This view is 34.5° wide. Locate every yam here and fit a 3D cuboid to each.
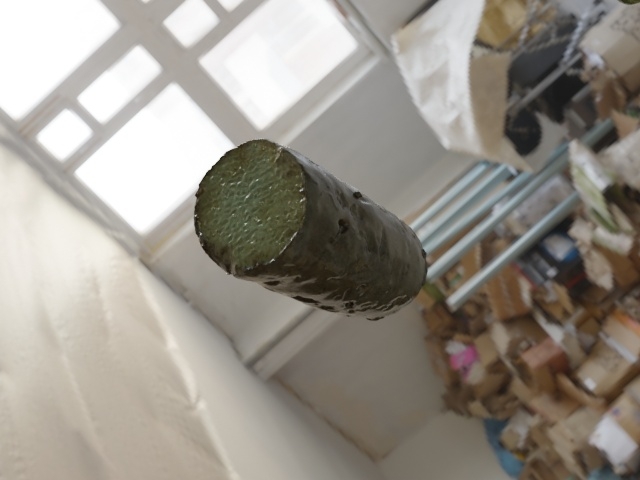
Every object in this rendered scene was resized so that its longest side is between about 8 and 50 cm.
[{"bbox_3d":[0.000,0.000,0.818,0.194,0.107,0.107,26,-160,-52],"label":"yam"}]

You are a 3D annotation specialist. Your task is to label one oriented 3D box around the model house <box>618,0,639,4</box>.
[{"bbox_3d":[0.247,-0.330,0.799,0.300,0.340,0.323,49,176,-13],"label":"model house"}]
